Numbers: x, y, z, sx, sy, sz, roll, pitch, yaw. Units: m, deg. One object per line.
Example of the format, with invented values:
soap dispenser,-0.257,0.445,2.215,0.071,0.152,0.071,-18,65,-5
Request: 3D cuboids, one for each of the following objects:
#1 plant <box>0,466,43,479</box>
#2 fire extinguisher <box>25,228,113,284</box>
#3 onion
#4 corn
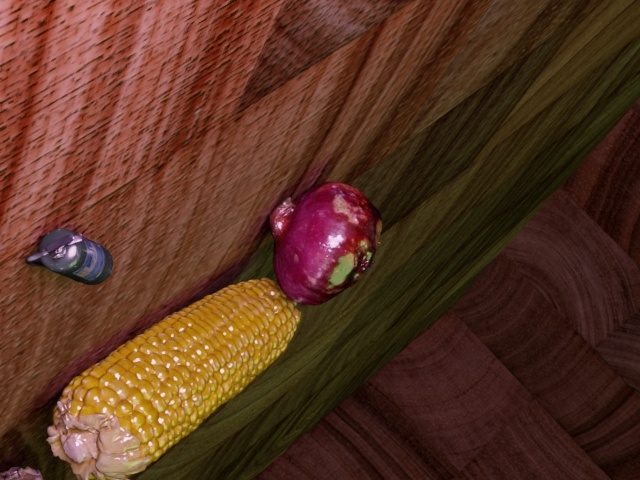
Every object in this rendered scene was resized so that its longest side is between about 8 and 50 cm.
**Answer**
plant,-0.251,0.254,1.083,0.116,0.122,0.104,-48,-177,-13
fire extinguisher,-0.141,0.009,0.727,0.038,0.025,0.083,-20,171,2
onion,0.000,0.000,1.078,0.107,0.097,0.107,-51,-162,23
corn,-0.112,0.107,1.067,0.260,0.091,0.091,-33,125,-47
